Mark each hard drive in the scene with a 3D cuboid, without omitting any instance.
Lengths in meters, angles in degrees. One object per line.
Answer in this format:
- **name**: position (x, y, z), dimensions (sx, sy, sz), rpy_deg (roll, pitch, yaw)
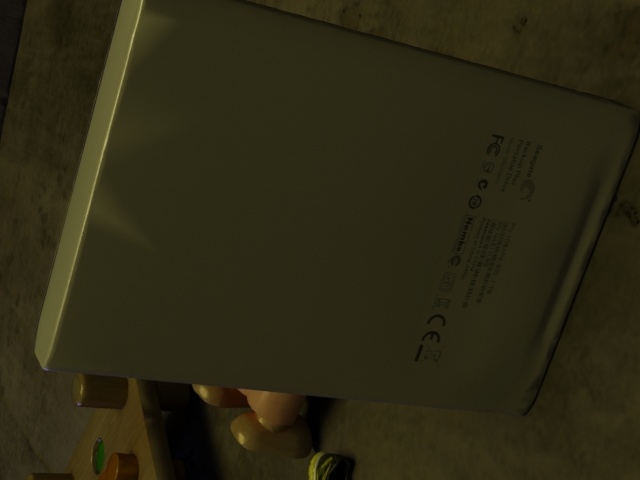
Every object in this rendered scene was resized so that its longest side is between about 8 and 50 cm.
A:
- **hard drive**: position (0.019, -0.010, 0.660), dimensions (0.040, 0.318, 0.210), rpy_deg (43, 119, 58)

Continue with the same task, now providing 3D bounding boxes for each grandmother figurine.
- **grandmother figurine**: position (0.000, 0.000, 0.941), dimensions (0.208, 0.104, 0.342), rpy_deg (39, 116, 28)

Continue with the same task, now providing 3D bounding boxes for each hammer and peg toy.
- **hammer and peg toy**: position (-0.230, 0.328, 1.224), dimensions (0.361, 0.127, 0.266), rpy_deg (-59, 37, 35)

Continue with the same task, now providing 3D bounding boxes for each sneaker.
- **sneaker**: position (0.007, 0.210, 0.920), dimensions (0.035, 0.031, 0.083), rpy_deg (-21, 66, 54)
